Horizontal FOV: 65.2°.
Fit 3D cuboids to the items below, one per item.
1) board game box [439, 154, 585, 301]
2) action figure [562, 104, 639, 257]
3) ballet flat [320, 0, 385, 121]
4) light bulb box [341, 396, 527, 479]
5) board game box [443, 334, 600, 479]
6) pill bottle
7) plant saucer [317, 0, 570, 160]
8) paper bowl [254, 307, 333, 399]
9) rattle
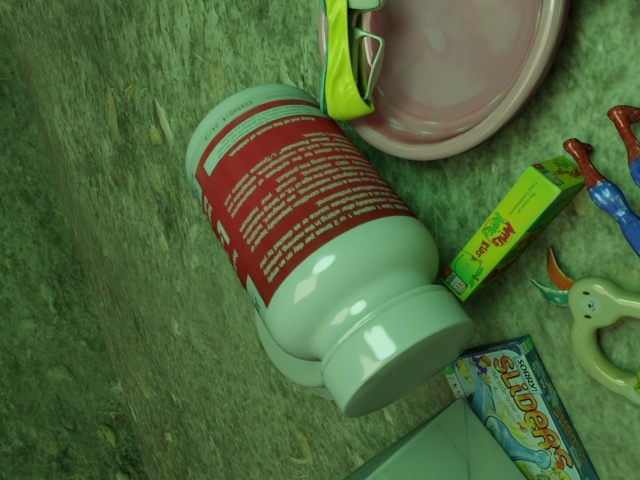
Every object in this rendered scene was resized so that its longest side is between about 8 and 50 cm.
[{"bbox_3d":[0.226,-0.012,0.593,0.043,0.092,0.181,48,133,23],"label":"board game box"},{"bbox_3d":[0.354,0.010,0.481,0.091,0.139,0.280,-44,48,48],"label":"action figure"},{"bbox_3d":[0.040,-0.262,0.608,0.077,0.077,0.230,8,114,23],"label":"ballet flat"},{"bbox_3d":[0.160,0.482,0.705,0.358,0.225,0.361,52,142,21],"label":"light bulb box"},{"bbox_3d":[0.264,0.240,0.682,0.136,0.035,0.201,-32,80,47],"label":"board game box"},{"bbox_3d":[0.000,0.000,0.642,0.407,0.229,0.229,55,136,32],"label":"pill bottle"},{"bbox_3d":[0.137,-0.267,0.608,0.332,0.084,0.332,18,116,43],"label":"plant saucer"},{"bbox_3d":[-0.002,0.130,0.846,0.284,0.148,0.284,20,118,43],"label":"paper bowl"},{"bbox_3d":[0.291,0.106,0.537,0.199,0.143,0.130,49,152,15],"label":"rattle"}]
